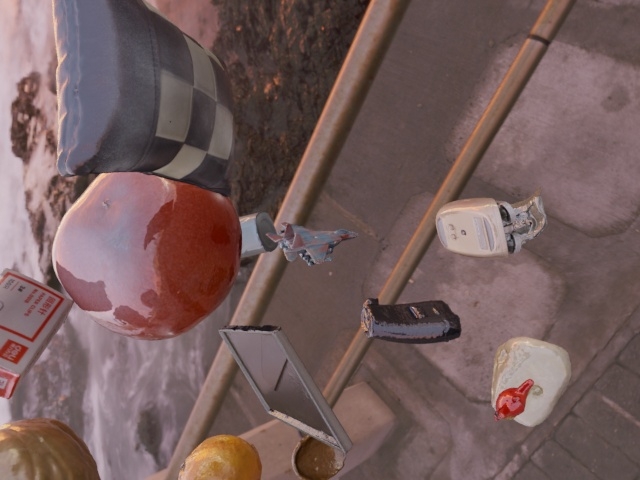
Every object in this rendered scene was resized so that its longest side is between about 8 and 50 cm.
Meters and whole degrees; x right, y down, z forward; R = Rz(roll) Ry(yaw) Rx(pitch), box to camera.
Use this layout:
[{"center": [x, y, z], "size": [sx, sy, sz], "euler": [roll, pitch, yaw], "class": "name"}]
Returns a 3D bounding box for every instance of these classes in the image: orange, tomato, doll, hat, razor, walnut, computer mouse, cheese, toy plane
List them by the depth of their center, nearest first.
[{"center": [-0.508, 0.467, 0.677], "size": [0.313, 0.277, 0.252], "euler": [69, 161, 4], "class": "walnut"}, {"center": [-0.320, 0.007, 0.750], "size": [0.341, 0.273, 0.342], "euler": [-3, 75, 10], "class": "tomato"}, {"center": [0.428, 0.372, 0.933], "size": [0.109, 0.169, 0.057], "euler": [-42, 66, -13], "class": "doll"}, {"center": [0.371, -0.029, 0.973], "size": [0.236, 0.081, 0.145], "euler": [2, 109, 69], "class": "computer mouse"}, {"center": [-0.243, 0.587, 0.990], "size": [0.193, 0.219, 0.219], "euler": [27, 107, 19], "class": "orange"}, {"center": [0.616, 0.368, 1.215], "size": [0.173, 0.251, 0.248], "euler": [20, 126, 15], "class": "cheese"}, {"center": [-0.003, 0.006, 1.311], "size": [0.223, 0.326, 0.104], "euler": [45, 122, 39], "class": "toy plane"}, {"center": [0.698, -0.076, 1.403], "size": [0.214, 0.244, 0.149], "euler": [-36, 76, 46], "class": "hat"}, {"center": [0.307, 0.280, 1.419], "size": [0.189, 0.326, 0.107], "euler": [-110, 23, -66], "class": "razor"}]

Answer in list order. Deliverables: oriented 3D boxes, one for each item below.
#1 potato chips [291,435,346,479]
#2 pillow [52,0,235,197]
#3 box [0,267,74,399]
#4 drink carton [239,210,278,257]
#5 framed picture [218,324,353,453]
[{"center": [-0.003, 0.653, 1.254], "size": [0.049, 0.201, 0.150], "euler": [-17, 86, 56], "class": "potato chips"}, {"center": [-0.164, -0.143, 0.426], "size": [0.105, 0.250, 0.186], "euler": [-1, 91, 16], "class": "pillow"}, {"center": [-0.541, 0.156, 0.707], "size": [0.099, 0.133, 0.182], "euler": [-48, 21, 28], "class": "box"}, {"center": [-0.267, -0.019, 1.438], "size": [0.189, 0.191, 0.186], "euler": [-17, 97, 20], "class": "drink carton"}, {"center": [-0.072, 0.215, 0.635], "size": [0.192, 0.018, 0.265], "euler": [60, 150, -7], "class": "framed picture"}]
